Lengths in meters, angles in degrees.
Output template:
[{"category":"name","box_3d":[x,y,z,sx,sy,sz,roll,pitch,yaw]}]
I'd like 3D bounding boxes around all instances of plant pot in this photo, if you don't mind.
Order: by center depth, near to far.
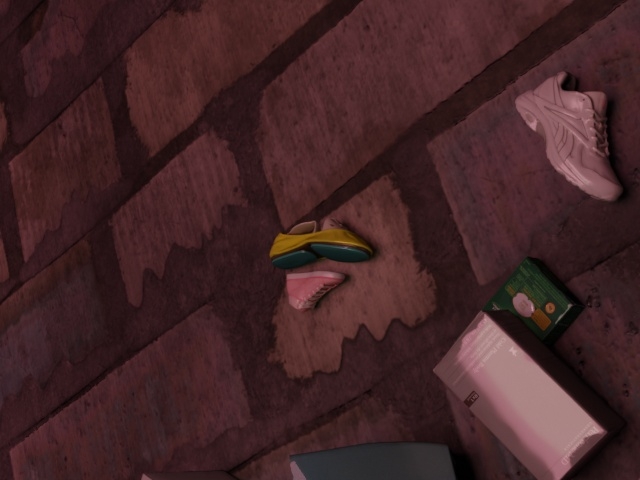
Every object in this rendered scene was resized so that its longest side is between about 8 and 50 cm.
[{"category":"plant pot","box_3d":[0.095,0.390,1.617,0.234,0.165,0.165,-14,69,7]}]

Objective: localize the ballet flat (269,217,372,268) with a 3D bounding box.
[{"category":"ballet flat","box_3d":[0.000,0.000,1.883,0.231,0.077,0.077,-9,60,44]}]

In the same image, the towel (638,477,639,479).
[{"category":"towel","box_3d":[0.461,0.412,1.401,0.197,0.029,0.144,47,111,38]}]

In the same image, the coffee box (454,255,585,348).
[{"category":"coffee box","box_3d":[0.293,0.127,1.601,0.184,0.040,0.113,-55,52,21]}]

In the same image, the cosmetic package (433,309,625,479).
[{"category":"cosmetic package","box_3d":[0.291,0.220,1.508,0.238,0.107,0.127,45,110,26]}]

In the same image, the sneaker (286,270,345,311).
[{"category":"sneaker","box_3d":[-0.008,0.089,1.885,0.134,0.051,0.070,-7,79,45]}]

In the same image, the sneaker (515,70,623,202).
[{"category":"sneaker","box_3d":[0.376,-0.158,1.549,0.115,0.090,0.232,-44,56,24]}]

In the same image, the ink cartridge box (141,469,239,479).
[{"category":"ink cartridge box","box_3d":[-0.216,0.568,1.884,0.197,0.198,0.270,20,97,43]}]
